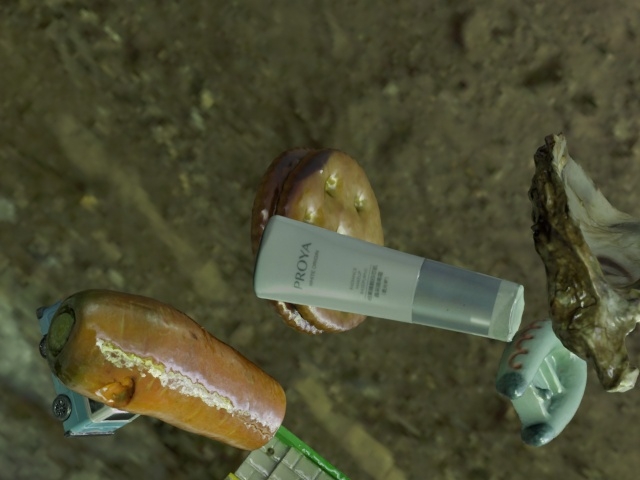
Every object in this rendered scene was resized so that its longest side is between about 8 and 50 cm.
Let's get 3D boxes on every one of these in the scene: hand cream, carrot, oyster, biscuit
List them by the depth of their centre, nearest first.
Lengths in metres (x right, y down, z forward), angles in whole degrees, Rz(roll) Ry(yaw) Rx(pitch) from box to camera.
[{"bbox_3d":[-0.107,0.094,0.988,0.193,0.087,0.087,25,173,-36],"label":"carrot"},{"bbox_3d":[0.058,0.038,1.240,0.255,0.079,0.048,12,-179,18],"label":"hand cream"},{"bbox_3d":[0.262,-0.008,1.376,0.204,0.111,0.396,51,-156,-8],"label":"oyster"},{"bbox_3d":[0.000,0.000,1.542,0.066,0.220,0.220,-4,139,30],"label":"biscuit"}]

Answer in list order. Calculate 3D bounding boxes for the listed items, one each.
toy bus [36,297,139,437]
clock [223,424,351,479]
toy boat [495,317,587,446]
[{"bbox_3d":[-0.200,0.106,1.202,0.060,0.075,0.123,9,-121,-53],"label":"toy bus"},{"bbox_3d":[-0.056,0.386,1.628,0.220,0.255,0.106,39,155,2],"label":"clock"},{"bbox_3d":[0.305,0.178,1.796,0.078,0.208,0.134,-22,104,34],"label":"toy boat"}]
